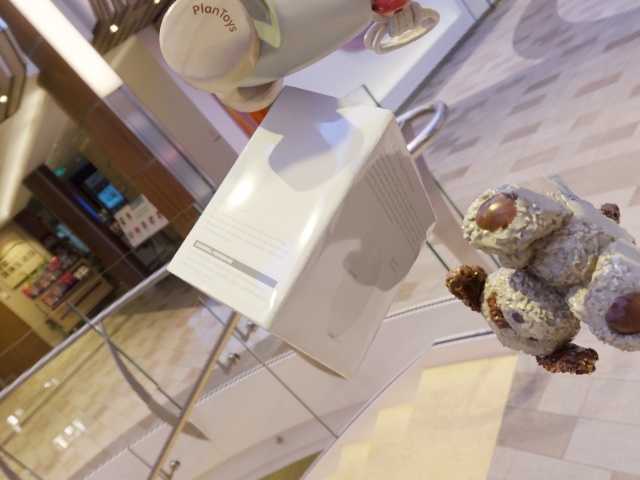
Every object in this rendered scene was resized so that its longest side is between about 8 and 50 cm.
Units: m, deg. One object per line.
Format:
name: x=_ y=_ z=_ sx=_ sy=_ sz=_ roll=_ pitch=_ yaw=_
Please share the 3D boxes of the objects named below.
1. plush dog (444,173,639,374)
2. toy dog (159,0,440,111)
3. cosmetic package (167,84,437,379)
plush dog: x=0.307 y=0.058 z=0.733 sx=0.211 sy=0.262 sz=0.225 roll=-26 pitch=-31 yaw=-48
toy dog: x=-0.013 y=-0.258 z=0.518 sx=0.334 sy=0.160 sz=0.220 roll=-28 pitch=2 yaw=-17
cosmetic package: x=0.000 y=0.000 z=0.579 sx=0.138 sy=0.224 sz=0.224 roll=25 pitch=77 yaw=31
